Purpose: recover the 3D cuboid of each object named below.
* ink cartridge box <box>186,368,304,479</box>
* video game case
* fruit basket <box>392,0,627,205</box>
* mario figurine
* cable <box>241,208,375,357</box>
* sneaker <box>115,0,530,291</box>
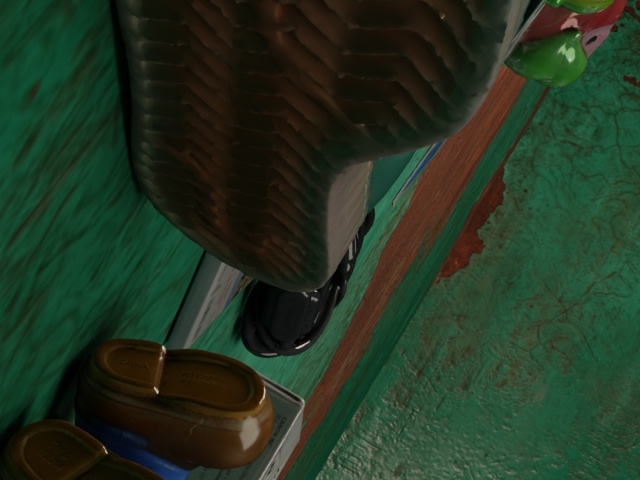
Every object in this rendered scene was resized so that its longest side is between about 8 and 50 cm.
[{"bbox_3d":[-0.106,0.242,1.150,0.275,0.060,0.239,-58,172,-17],"label":"ink cartridge box"},{"bbox_3d":[-0.038,0.000,0.836,0.087,0.011,0.122,-65,172,29],"label":"video game case"},{"bbox_3d":[0.197,-0.204,1.078,0.353,0.165,0.327,-61,174,37],"label":"fruit basket"},{"bbox_3d":[-0.078,0.207,0.705,0.198,0.170,0.321,-11,133,-33],"label":"mario figurine"},{"bbox_3d":[0.000,0.000,1.011,0.184,0.047,0.150,101,15,-62],"label":"cable"},{"bbox_3d":[0.010,-0.084,0.486,0.121,0.108,0.302,-59,-179,-20],"label":"sneaker"}]
